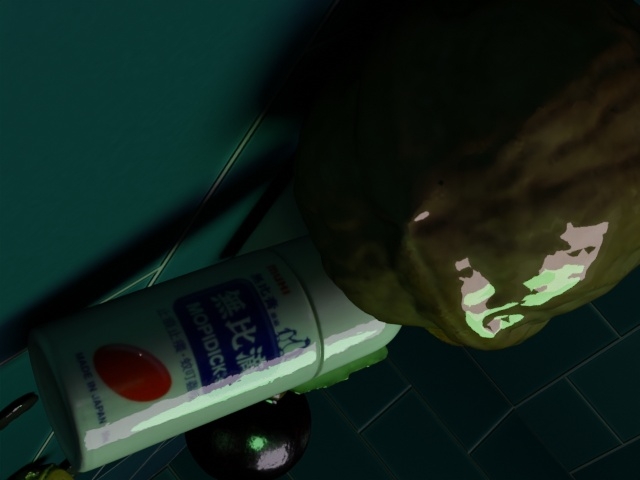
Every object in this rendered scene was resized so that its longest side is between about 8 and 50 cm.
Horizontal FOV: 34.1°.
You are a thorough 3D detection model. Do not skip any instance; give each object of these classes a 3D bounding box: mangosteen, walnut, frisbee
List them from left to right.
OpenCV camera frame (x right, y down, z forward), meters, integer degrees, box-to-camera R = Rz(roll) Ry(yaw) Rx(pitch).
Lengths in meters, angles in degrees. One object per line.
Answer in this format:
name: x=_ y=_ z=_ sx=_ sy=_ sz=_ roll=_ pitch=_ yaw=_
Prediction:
frisbee: x=-0.384 y=0.239 z=1.087 sx=0.211 sy=0.012 sz=0.187 roll=-37 pitch=173 yaw=-28
mangosteen: x=-0.140 y=0.347 z=2.137 sx=0.275 sy=0.274 sz=0.302 roll=-25 pitch=130 yaw=-63
walnut: x=0.134 y=-0.066 z=0.828 sx=0.306 sy=0.306 sz=0.344 roll=-45 pitch=178 yaw=33

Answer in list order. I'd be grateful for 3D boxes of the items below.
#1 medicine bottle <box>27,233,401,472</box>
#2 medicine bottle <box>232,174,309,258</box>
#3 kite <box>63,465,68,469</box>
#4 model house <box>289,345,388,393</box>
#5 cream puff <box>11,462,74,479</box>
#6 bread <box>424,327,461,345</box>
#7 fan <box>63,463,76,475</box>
medicine bottle: x=-0.075 y=0.083 z=0.929 sx=0.340 sy=0.130 sz=0.130 roll=-18 pitch=163 yaw=-25
medicine bottle: x=0.000 y=0.000 z=1.163 sx=0.179 sy=0.124 sz=0.324 roll=-25 pitch=167 yaw=-37
kite: x=-0.461 y=0.417 z=1.763 sx=0.244 sy=0.006 sz=0.198 roll=-39 pitch=173 yaw=-7
model house: x=-0.028 y=0.145 z=1.827 sx=0.214 sy=0.195 sz=0.189 roll=-22 pitch=-169 yaw=-21
cream puff: x=-0.396 y=0.376 z=1.468 sx=0.104 sy=0.119 sz=0.133 roll=-24 pitch=150 yaw=20
bread: x=0.272 y=0.001 z=1.782 sx=0.398 sy=0.215 sz=0.398 roll=-29 pitch=140 yaw=-27
fan: x=-0.356 y=0.347 z=1.799 sx=0.294 sy=0.012 sz=0.223 roll=-33 pitch=169 yaw=-41
